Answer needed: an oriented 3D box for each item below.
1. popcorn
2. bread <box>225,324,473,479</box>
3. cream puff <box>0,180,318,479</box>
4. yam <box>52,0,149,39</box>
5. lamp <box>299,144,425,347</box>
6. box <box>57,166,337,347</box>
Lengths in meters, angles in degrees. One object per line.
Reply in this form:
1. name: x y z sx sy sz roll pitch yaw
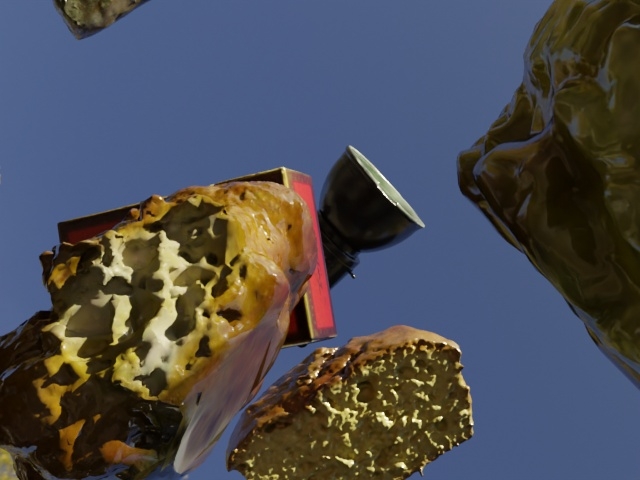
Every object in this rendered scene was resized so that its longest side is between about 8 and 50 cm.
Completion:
1. popcorn: 0.173 -0.033 0.431 0.251 0.205 0.237 -21 -115 45
2. bread: 0.037 0.244 1.273 0.340 0.179 0.194 -30 -82 -8
3. cream puff: -0.113 0.075 0.642 0.155 0.269 0.241 38 -58 21
4. yam: -0.123 -0.272 0.863 0.274 0.061 0.061 -33 -111 -16
5. lamp: 0.000 0.000 1.218 0.227 0.147 0.172 -42 -79 10
6. box: -0.115 0.035 0.842 0.239 0.074 0.153 -12 -101 20
